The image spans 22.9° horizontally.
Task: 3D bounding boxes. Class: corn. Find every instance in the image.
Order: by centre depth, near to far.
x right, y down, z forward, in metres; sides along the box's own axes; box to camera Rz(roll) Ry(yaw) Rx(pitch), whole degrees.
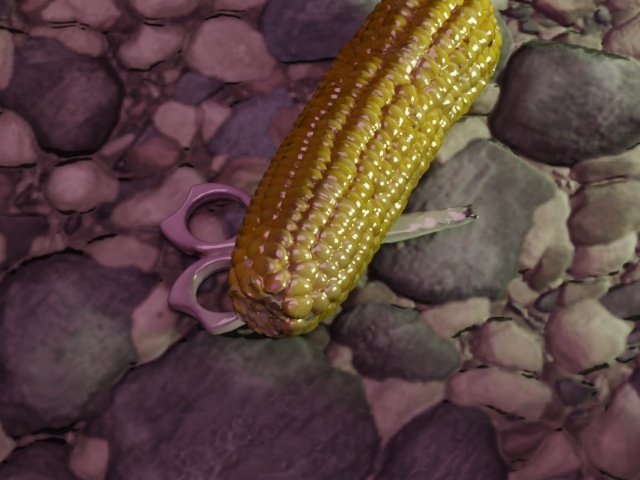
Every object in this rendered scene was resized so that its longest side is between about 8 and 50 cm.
[{"bbox_3d":[0.028,-0.057,1.019,0.101,0.101,0.291,23,60,10],"label":"corn"}]

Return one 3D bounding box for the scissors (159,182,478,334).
[{"bbox_3d":[0.000,0.000,1.053,0.212,0.021,0.110,-9,65,-2],"label":"scissors"}]
